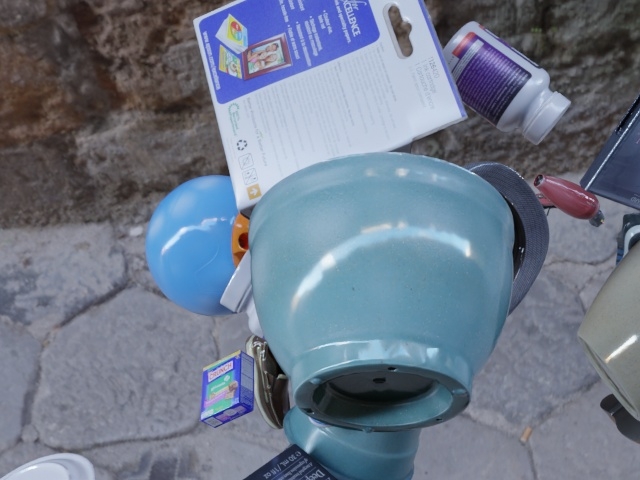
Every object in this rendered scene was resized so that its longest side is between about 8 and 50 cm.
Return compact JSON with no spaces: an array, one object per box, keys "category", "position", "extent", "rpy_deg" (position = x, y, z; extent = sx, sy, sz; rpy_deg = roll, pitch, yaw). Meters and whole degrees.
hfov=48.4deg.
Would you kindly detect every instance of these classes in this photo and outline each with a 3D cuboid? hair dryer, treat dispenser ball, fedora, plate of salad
[{"category":"hair dryer","position":[0.620,-0.096,1.876],"extent":[0.223,0.293,0.080],"rpy_deg":[11,75,30]},{"category":"treat dispenser ball","position":[-0.210,0.011,1.454],"extent":[0.288,0.288,0.288],"rpy_deg":[-5,53,6]},{"category":"fedora","position":[0.211,0.015,1.113],"extent":[0.275,0.244,0.124],"rpy_deg":[-51,19,-14]},{"category":"plate of salad","position":[-0.368,0.346,0.881],"extent":[0.199,0.048,0.200],"rpy_deg":[-16,26,8]}]

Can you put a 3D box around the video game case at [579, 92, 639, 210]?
[{"category":"video game case","position":[0.451,-0.144,0.805],"extent":[0.196,0.274,0.026],"rpy_deg":[17,29,-16]}]

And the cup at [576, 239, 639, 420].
[{"category":"cup","position":[0.566,0.158,1.154],"extent":[0.237,0.331,0.331],"rpy_deg":[-34,53,7]}]

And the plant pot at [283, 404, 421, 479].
[{"category":"plant pot","position":[0.128,0.353,1.698],"extent":[0.341,0.341,0.334],"rpy_deg":[30,108,28]}]

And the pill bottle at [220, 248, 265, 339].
[{"category":"pill bottle","position":[-0.033,0.126,1.261],"extent":[0.272,0.152,0.152],"rpy_deg":[28,59,-1]}]

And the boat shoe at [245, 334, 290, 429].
[{"category":"boat shoe","position":[-0.121,0.366,1.857],"extent":[0.095,0.257,0.095],"rpy_deg":[-18,0,37]}]

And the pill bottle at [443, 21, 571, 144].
[{"category":"pill bottle","position":[0.274,-0.233,1.076],"extent":[0.193,0.108,0.108],"rpy_deg":[40,67,12]}]

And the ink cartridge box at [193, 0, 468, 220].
[{"category":"ink cartridge box","position":[0.004,-0.217,0.940],"extent":[0.307,0.072,0.304],"rpy_deg":[-19,69,11]}]

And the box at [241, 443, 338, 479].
[{"category":"box","position":[-0.028,0.656,1.429],"extent":[0.395,0.212,0.293],"rpy_deg":[35,26,22]}]

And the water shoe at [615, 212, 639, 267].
[{"category":"water shoe","position":[0.666,0.024,1.511],"extent":[0.073,0.203,0.080],"rpy_deg":[-4,49,7]}]

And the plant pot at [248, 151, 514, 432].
[{"category":"plant pot","position":[0.062,0.079,0.741],"extent":[0.293,0.293,0.196],"rpy_deg":[-3,55,8]}]

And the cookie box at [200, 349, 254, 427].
[{"category":"cookie box","position":[-0.162,0.259,1.242],"extent":[0.092,0.040,0.107],"rpy_deg":[-29,41,23]}]

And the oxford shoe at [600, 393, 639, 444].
[{"category":"oxford shoe","position":[0.743,0.436,1.693],"extent":[0.076,0.212,0.076],"rpy_deg":[-37,97,8]}]

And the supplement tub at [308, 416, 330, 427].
[{"category":"supplement tub","position":[0.012,0.342,1.533],"extent":[0.071,0.107,0.071],"rpy_deg":[5,28,-3]}]
